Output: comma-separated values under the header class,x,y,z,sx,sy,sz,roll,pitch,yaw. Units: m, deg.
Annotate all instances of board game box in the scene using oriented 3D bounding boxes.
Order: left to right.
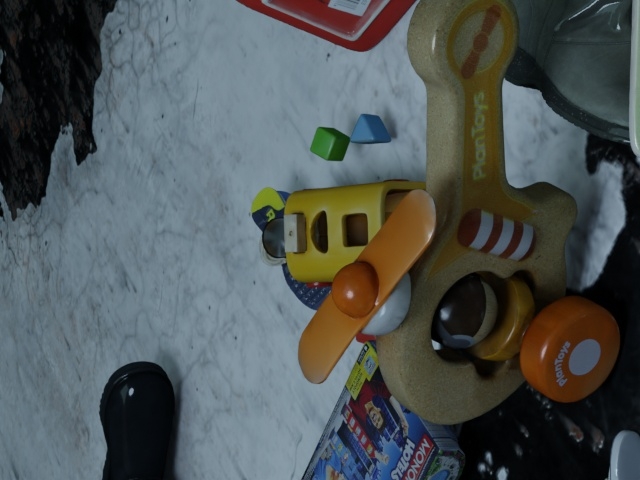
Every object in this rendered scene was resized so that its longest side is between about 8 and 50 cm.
class,x,y,z,sx,sy,sz,roll,pitch,yaw
board game box,0.074,0.227,1.340,0.194,0.060,0.194,55,134,40

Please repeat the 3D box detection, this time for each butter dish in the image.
class,x,y,z,sx,sy,sz,roll,pitch,yaw
butter dish,0.017,-0.278,1.366,0.160,0.160,0.118,-46,30,48

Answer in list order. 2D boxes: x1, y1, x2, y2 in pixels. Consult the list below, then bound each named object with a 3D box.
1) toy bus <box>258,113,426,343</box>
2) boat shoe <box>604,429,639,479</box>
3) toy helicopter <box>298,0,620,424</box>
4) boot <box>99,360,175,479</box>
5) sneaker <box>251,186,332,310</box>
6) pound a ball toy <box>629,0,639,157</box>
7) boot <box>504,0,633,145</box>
class,x,y,z,sx,sy,sz,roll,pitch,yaw
toy bus,0.009,-0.006,1.363,0.191,0.104,0.202,48,117,28
boat shoe,0.232,0.196,1.115,0.035,0.035,0.100,0,97,55
toy helicopter,0.094,-0.019,1.083,0.140,0.235,0.355,34,135,53
boot,-0.198,0.297,1.738,0.207,0.094,0.246,52,140,48
sneaker,-0.015,0.007,1.488,0.053,0.059,0.144,-38,67,28
pound a ball toy,0.281,-0.210,0.966,0.208,0.136,0.319,-171,83,-81
boot,0.222,-0.170,1.085,0.246,0.083,0.161,41,119,48
